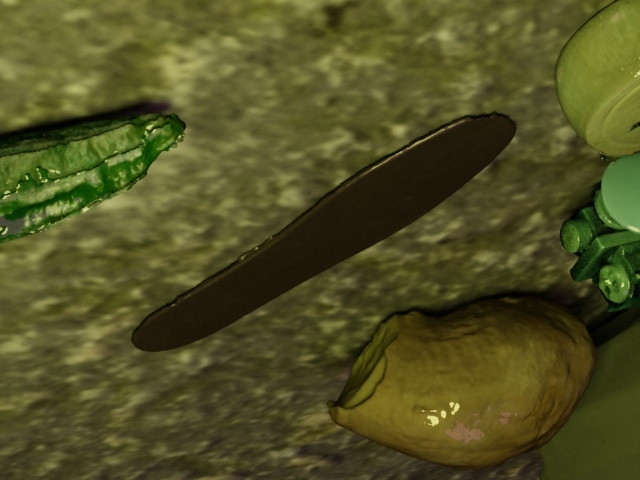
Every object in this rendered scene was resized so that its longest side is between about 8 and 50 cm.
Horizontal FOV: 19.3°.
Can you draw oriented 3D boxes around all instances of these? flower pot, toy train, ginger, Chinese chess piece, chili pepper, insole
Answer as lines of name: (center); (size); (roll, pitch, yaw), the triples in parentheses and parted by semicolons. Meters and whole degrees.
flower pot: (0.326, 0.144, 1.638); (0.290, 0.290, 0.259); (-2, 162, -39)
toy train: (0.266, 0.004, 1.439); (0.170, 0.111, 0.071); (-10, 151, -29)
ginger: (0.130, 0.113, 1.524); (0.267, 0.152, 0.138); (2, 117, -34)
Chinese chess piece: (0.224, -0.112, 1.222); (0.144, 0.058, 0.144); (-19, 157, -8)
chili pepper: (-0.180, -0.034, 1.041); (0.227, 0.059, 0.088); (-18, 151, -15)
insole: (0.000, 0.000, 1.326); (0.328, 0.007, 0.111); (-32, 154, 20)

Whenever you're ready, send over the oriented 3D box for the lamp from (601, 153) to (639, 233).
lamp: (0.360, -0.026, 1.335); (0.284, 0.209, 0.147); (-27, 157, 4)
